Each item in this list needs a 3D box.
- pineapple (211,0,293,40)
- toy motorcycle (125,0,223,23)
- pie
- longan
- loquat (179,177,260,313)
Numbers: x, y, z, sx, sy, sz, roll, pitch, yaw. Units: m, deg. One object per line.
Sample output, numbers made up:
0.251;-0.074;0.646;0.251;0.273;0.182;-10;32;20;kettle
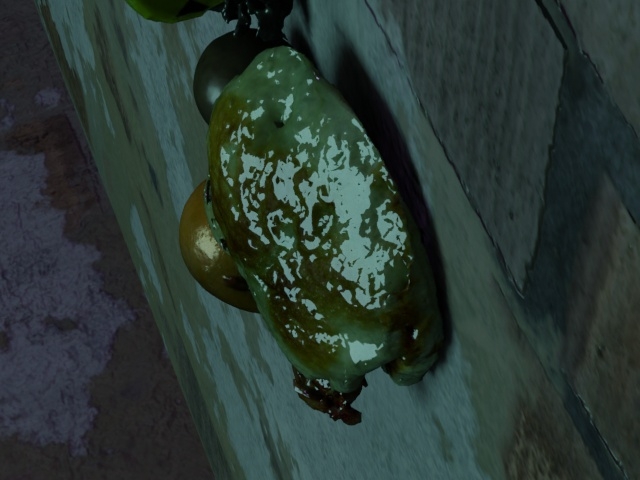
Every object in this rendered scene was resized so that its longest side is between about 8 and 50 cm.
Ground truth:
-0.082;-0.231;1.400;0.198;0.108;0.108;53;158;34;pineapple
-0.115;-0.336;1.207;0.326;0.200;0.191;70;174;-46;toy motorcycle
0.002;-0.006;1.296;0.274;0.105;0.257;60;152;9;pie
-0.052;-0.119;1.409;0.119;0.106;0.106;59;168;-3;longan
-0.053;-0.003;1.485;0.141;0.141;0.141;163;90;-78;loquat
